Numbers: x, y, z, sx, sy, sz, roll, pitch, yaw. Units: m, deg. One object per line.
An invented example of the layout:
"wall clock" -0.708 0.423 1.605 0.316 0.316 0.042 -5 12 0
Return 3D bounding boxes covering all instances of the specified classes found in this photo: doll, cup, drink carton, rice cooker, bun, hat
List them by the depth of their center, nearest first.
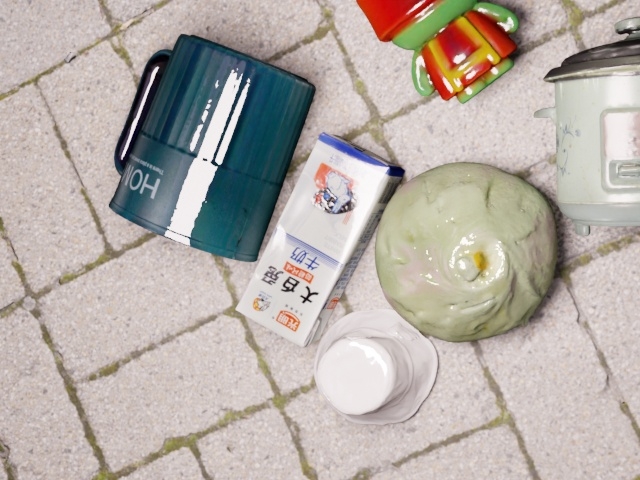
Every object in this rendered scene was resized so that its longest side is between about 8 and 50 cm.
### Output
"rice cooker" 0.446 -0.158 1.639 0.317 0.264 0.316 3 97 27
"bun" 0.204 0.019 1.753 0.283 0.179 0.283 1 92 18
"doll" 0.144 -0.374 1.767 0.183 0.160 0.363 -36 82 21
"hat" 0.067 0.202 1.824 0.203 0.126 0.203 1 94 19
"cup" -0.167 -0.151 1.848 0.242 0.308 0.292 19 97 -18
"drink carton" 0.000 0.000 1.849 0.131 0.106 0.315 28 100 15
